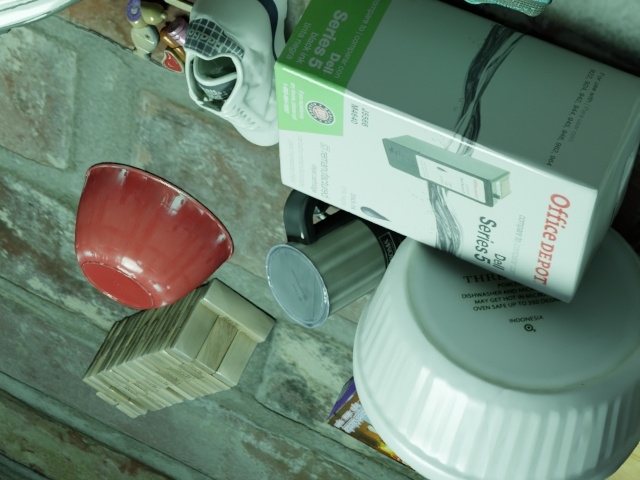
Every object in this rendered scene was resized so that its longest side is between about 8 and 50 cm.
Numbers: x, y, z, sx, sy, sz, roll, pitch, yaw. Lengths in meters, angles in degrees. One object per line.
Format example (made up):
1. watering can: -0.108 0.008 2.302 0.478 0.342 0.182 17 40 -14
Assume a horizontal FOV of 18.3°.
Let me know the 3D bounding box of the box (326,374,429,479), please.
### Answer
1. box: 0.138 0.190 2.185 0.201 0.057 0.293 29 156 -3

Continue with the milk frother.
1. milk frother: 0.000 0.000 1.858 0.143 0.134 0.129 -17 99 54

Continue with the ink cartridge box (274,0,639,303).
1. ink cartridge box: 0.109 -0.084 1.598 0.272 0.115 0.198 23 155 12

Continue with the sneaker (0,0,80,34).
1. sneaker: -0.378 -0.289 1.544 0.447 0.169 0.257 5 159 19

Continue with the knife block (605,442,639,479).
1. knife block: 0.303 0.153 1.895 0.275 0.088 0.242 9 150 37

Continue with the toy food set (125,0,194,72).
1. toy food set: -0.141 -0.182 1.788 0.078 0.019 0.122 24 156 9

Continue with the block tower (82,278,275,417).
1. block tower: -0.178 0.135 2.371 0.091 0.097 0.335 35 154 -16

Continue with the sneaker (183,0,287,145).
1. sneaker: -0.075 -0.140 1.713 0.090 0.095 0.235 18 156 18

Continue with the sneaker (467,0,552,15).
1. sneaker: 0.098 -0.203 1.446 0.166 0.065 0.076 22 159 17

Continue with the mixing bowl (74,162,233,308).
1. mixing bowl: -0.196 0.010 2.136 0.181 0.098 0.181 24 157 11

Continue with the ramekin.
1. ramekin: 0.166 0.078 1.695 0.272 0.273 0.127 24 144 11
